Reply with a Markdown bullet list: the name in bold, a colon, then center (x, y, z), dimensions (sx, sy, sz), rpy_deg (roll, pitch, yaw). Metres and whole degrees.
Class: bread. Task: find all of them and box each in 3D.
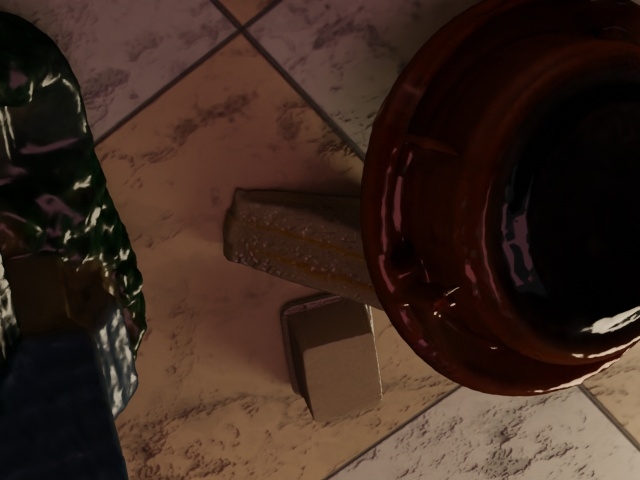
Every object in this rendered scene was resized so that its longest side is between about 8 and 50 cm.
- **bread**: center (-0.001, 0.010, 1.445), dimensions (0.152, 0.105, 0.077), rpy_deg (0, 121, -20)

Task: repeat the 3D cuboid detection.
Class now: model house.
- **model house**: center (-0.298, 0.069, 1.237), dimensions (0.335, 0.342, 0.382), rpy_deg (-13, 130, -7)

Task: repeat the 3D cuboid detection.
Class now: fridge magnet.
- **fridge magnet**: center (0.200, -0.038, 1.392), dimensions (0.364, 0.155, 0.363), rpy_deg (-7, 105, -29)

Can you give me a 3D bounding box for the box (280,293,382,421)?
- **box**: center (0.015, 0.113, 1.560), dimensions (0.089, 0.062, 0.122), rpy_deg (-15, 130, -7)
